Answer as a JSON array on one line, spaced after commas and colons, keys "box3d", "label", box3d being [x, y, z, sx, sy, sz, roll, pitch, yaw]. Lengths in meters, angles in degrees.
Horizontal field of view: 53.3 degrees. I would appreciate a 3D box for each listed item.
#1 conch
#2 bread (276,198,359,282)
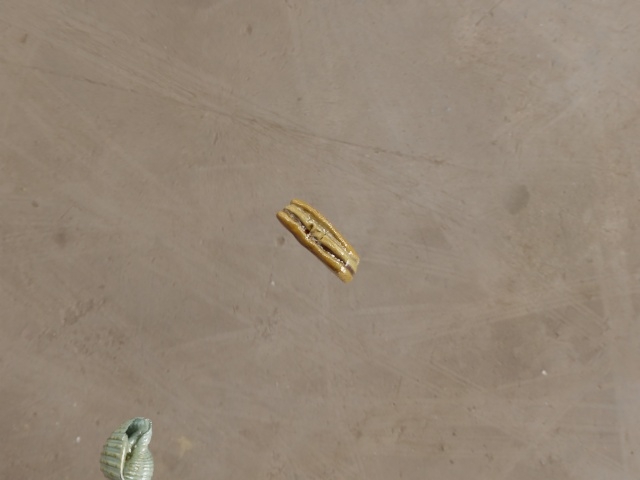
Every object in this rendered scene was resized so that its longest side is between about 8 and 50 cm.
[{"box3d": [-0.404, 0.447, 1.314, 0.102, 0.135, 0.153, -11, 68, 4], "label": "conch"}, {"box3d": [0.000, 0.000, 1.286, 0.077, 0.116, 0.200, -44, 68, -7], "label": "bread"}]
